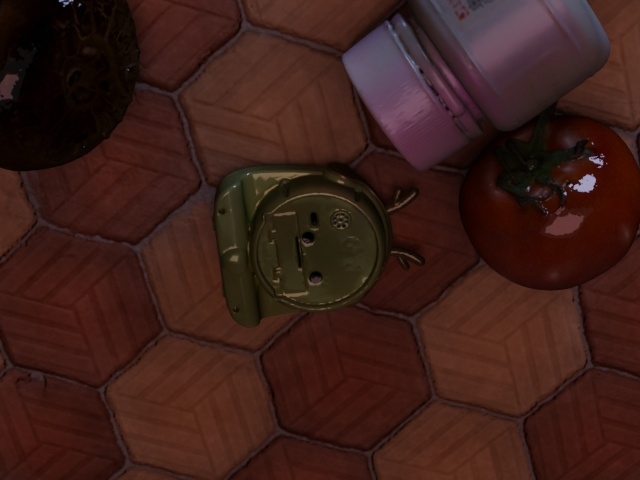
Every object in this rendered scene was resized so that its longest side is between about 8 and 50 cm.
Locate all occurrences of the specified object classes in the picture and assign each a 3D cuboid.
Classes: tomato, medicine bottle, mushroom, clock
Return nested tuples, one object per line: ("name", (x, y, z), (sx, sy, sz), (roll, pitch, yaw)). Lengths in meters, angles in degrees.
("tomato", (0.326, -0.054, 1.668), (0.256, 0.256, 0.224), (-31, 136, 10))
("medicine bottle", (0.204, -0.254, 1.593), (0.302, 0.241, 0.241), (-35, 108, 12))
("mushroom", (-0.365, -0.232, 1.583), (0.278, 0.163, 0.297), (24, 87, -44))
("clock", (0.000, 0.000, 1.764), (0.308, 0.096, 0.235), (-7, 110, 0))
